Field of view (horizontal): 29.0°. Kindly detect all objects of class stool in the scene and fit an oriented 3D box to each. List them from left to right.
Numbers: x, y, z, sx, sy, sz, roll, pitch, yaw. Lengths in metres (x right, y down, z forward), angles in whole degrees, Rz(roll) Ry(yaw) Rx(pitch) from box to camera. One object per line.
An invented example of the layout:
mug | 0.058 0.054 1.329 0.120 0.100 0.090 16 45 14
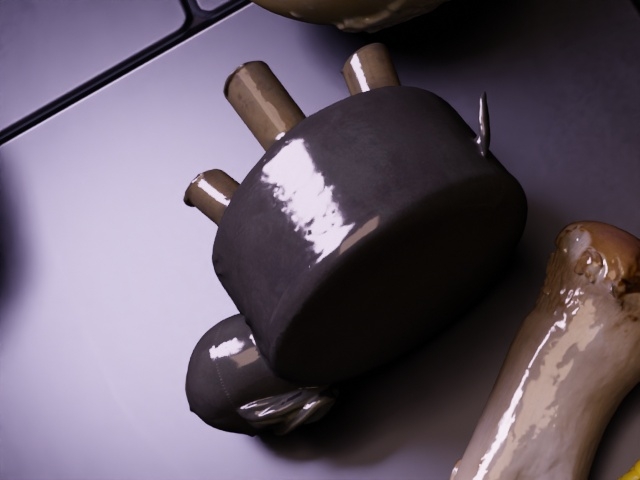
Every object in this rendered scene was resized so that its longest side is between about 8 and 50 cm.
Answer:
stool | -0.005 -0.002 0.657 0.228 0.153 0.139 -39 62 3

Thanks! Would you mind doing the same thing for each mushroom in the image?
mushroom | 0.120 0.093 0.627 0.084 0.071 0.209 28 84 -5

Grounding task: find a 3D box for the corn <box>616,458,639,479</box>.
corn | 0.223 0.099 0.565 0.305 0.106 0.106 -44 62 -2

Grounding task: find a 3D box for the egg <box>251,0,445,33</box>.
egg | 0.025 -0.209 0.724 0.202 0.164 0.164 -14 66 15
